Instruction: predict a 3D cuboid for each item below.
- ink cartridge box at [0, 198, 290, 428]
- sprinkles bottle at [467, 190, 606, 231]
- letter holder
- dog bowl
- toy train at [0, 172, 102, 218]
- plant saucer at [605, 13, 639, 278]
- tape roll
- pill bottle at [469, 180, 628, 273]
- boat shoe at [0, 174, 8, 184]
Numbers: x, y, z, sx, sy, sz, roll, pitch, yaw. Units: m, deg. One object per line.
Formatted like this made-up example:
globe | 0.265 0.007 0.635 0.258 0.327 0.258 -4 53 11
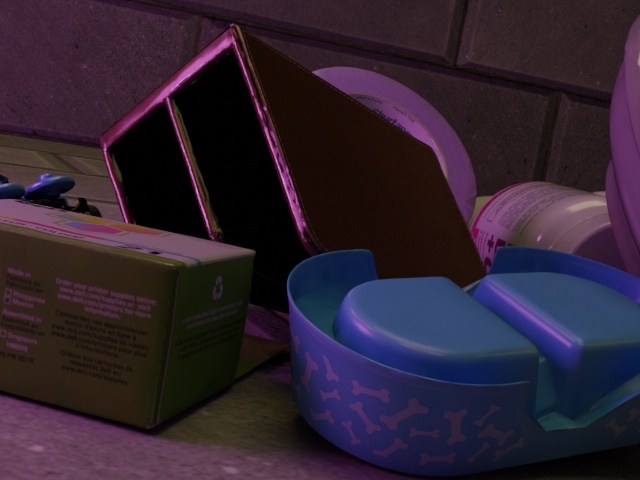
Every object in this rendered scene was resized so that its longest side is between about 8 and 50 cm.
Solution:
ink cartridge box | -0.136 0.033 0.660 0.189 0.096 0.255 11 7 15
sprinkles bottle | 0.364 -0.008 1.299 0.356 0.121 0.121 -2 -2 37
letter holder | 0.000 0.000 0.798 0.152 0.214 0.302 -35 -30 23
dog bowl | 0.112 0.071 0.614 0.297 0.074 0.166 -2 25 -31
toy train | -0.263 0.000 0.762 0.105 0.080 0.184 -26 -10 39
plant saucer | 0.342 -0.005 0.819 0.101 0.400 0.401 -28 -20 38
tape roll | 0.056 -0.084 1.211 0.275 0.274 0.090 7 -34 -25
pill bottle | 0.265 0.026 1.024 0.161 0.160 0.283 9 7 -7
boat shoe | -0.465 -0.081 1.157 0.109 0.088 0.258 12 7 18
